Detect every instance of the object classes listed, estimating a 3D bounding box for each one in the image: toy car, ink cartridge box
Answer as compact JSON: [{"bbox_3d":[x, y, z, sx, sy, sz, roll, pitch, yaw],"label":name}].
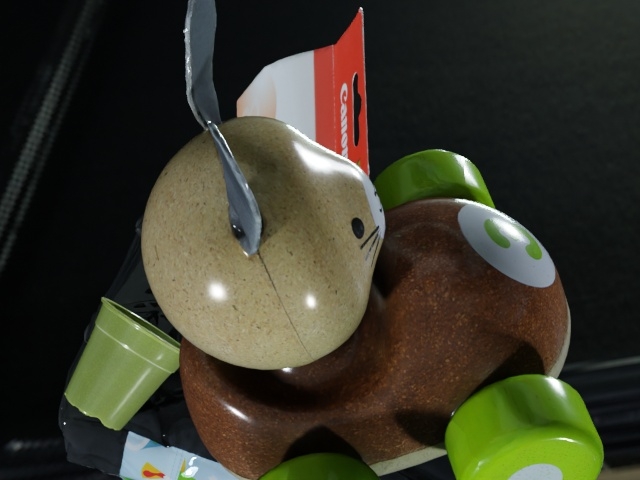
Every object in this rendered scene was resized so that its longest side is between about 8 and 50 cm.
[{"bbox_3d":[0.000,0.000,0.480,0.149,0.188,0.155,-22,-137,5],"label":"toy car"},{"bbox_3d":[-0.017,-0.070,1.015,0.045,0.179,0.145,5,-110,-18],"label":"ink cartridge box"}]

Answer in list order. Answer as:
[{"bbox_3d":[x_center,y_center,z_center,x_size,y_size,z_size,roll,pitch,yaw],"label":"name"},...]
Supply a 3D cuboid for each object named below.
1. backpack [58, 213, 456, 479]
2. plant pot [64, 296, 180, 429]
[{"bbox_3d":[-0.007,0.135,1.205,0.356,0.273,0.290,10,-128,9],"label":"backpack"},{"bbox_3d":[-0.152,0.097,1.048,0.083,0.083,0.079,30,-95,43],"label":"plant pot"}]
